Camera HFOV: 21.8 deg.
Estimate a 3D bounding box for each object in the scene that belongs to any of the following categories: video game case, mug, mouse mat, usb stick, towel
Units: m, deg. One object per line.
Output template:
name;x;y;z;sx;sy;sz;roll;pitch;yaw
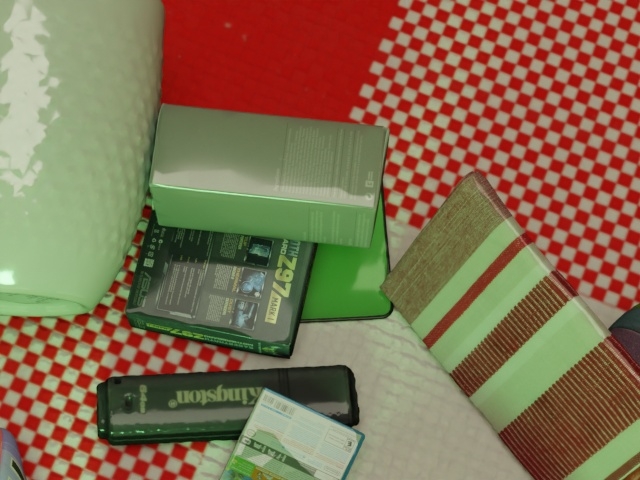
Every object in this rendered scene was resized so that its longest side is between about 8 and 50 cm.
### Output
video game case;-0.041;0.252;1.727;0.119;0.015;0.166;26;85;-3
mug;-0.349;-0.091;1.739;0.374;0.276;0.328;-4;77;26
mouse mat;0.000;0.000;1.847;0.152;0.007;0.189;-2;71;-4
usb stick;-0.097;0.174;1.760;0.278;0.045;0.077;-2;73;-4
towel;0.212;0.110;1.707;0.037;0.237;0.329;-31;76;-33

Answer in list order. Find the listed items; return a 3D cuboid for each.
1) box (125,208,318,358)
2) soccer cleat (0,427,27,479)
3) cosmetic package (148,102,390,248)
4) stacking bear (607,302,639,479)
box;-0.096;-0.002;1.808;0.183;0.059;0.232;10;72;4
soccer cleat;-0.315;0.315;1.691;0.095;0.083;0.248;11;63;-31
cosmetic package;-0.055;-0.066;1.733;0.238;0.127;0.107;9;71;0
stacking bear;0.407;0.120;1.764;0.289;0.175;0.164;-31;84;-23
